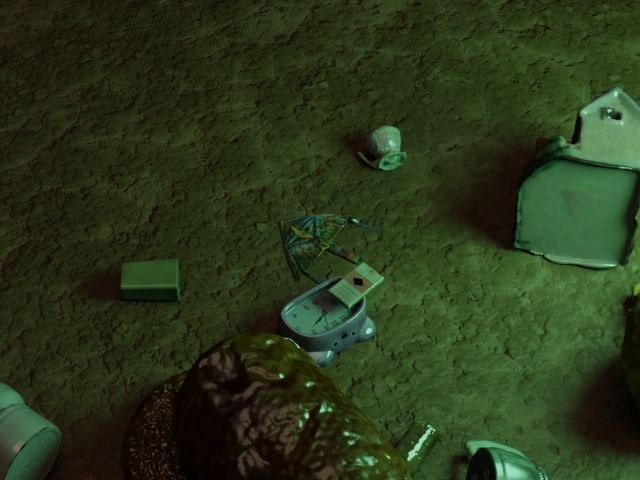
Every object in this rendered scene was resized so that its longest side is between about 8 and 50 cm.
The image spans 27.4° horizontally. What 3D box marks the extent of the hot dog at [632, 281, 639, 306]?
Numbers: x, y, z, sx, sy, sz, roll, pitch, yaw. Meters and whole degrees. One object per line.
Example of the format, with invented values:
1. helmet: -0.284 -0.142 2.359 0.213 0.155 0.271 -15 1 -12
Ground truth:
1. hot dog: 0.627 0.084 2.126 0.249 0.102 0.076 -12 94 -10

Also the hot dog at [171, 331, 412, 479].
1. hot dog: -0.035 0.302 1.806 0.267 0.174 0.387 -31 59 -21

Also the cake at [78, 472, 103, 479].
1. cake: -0.278 0.419 1.822 0.225 0.090 0.109 19 52 36

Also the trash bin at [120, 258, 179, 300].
1. trash bin: -0.274 0.065 2.110 0.092 0.043 0.061 -1 51 -3

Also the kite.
1. kite: 0.000 0.000 2.201 0.160 0.010 0.183 27 54 17

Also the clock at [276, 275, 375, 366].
1. clock: 0.012 0.126 2.072 0.153 0.050 0.110 -29 58 -25

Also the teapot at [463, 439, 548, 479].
1. teapot: 0.266 0.353 1.888 0.108 0.149 0.111 9 88 -15

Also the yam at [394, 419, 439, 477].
1. yam: 0.089 0.350 1.895 0.057 0.056 0.241 33 58 21

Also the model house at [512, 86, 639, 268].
1. model house: 0.438 -0.123 2.192 0.202 0.237 0.237 7 46 11

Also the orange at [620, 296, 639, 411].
1. orange: 0.610 0.144 1.977 0.369 0.270 0.210 -10 21 -13

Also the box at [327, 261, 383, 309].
1. box: 0.056 0.072 2.078 0.046 0.012 0.083 37 57 25

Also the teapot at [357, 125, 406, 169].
1. teapot: 0.109 -0.157 2.311 0.083 0.064 0.064 -29 59 15

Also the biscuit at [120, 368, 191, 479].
1. biscuit: -0.142 0.303 1.925 0.305 0.038 0.305 2 51 -2

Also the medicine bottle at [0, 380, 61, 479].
1. medicine bottle: -0.506 0.259 1.868 0.254 0.152 0.152 29 55 18
